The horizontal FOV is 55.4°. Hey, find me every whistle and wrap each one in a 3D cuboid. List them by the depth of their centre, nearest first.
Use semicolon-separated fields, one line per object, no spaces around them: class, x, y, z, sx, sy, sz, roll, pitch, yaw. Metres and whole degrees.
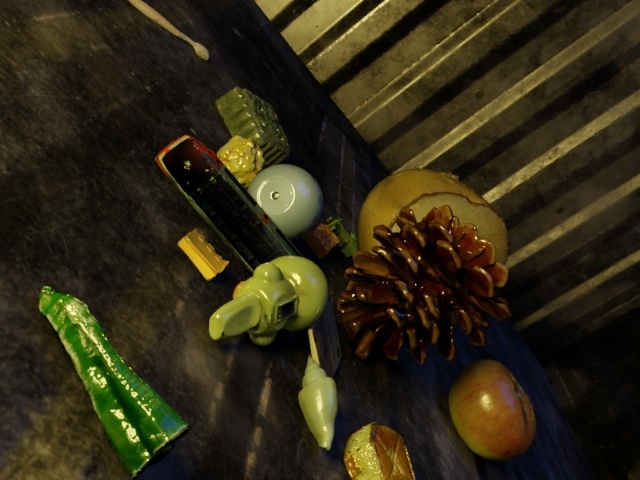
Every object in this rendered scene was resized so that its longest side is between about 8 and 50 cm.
whistle;-0.095;0.098;1.012;0.294;0.141;0.141;-8;62;-49

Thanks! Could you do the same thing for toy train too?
toy train;-0.138;-0.024;1.144;0.409;0.086;0.089;50;13;-12
toy train;0.059;-0.012;1.715;0.122;0.050;0.081;46;26;-28

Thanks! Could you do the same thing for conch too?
conch;-0.006;0.268;1.004;0.065;0.088;0.180;1;46;-13

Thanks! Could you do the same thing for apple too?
apple;0.450;0.450;1.616;0.261;0.194;0.260;46;21;-24

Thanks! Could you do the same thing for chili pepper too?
chili pepper;-0.233;0.137;0.643;0.227;0.088;0.059;49;13;12

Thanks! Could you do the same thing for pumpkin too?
pumpkin;0.000;0.000;1.522;0.074;0.054;0.083;51;38;0

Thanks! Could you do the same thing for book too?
book;0.010;0.196;1.149;0.182;0.014;0.127;-44;126;-73

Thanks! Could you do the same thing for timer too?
timer;-0.082;-0.079;1.288;0.175;0.175;0.255;52;-6;-9

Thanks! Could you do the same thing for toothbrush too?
toothbrush;-0.388;-0.550;1.589;0.307;0.025;0.029;24;43;-59

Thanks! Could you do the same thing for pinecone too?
pinecone;0.203;0.128;1.352;0.384;0.385;0.384;47;18;-21

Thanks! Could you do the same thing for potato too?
potato;0.282;-0.008;1.712;0.319;0.386;0.441;-123;-163;-55

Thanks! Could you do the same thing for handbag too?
handbag;-0.194;0.022;1.011;0.083;0.027;0.061;51;18;-8

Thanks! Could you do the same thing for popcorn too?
popcorn;-0.168;-0.167;1.309;0.116;0.106;0.121;51;15;23

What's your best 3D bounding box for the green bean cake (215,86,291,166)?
green bean cake;-0.167;-0.290;1.582;0.183;0.094;0.184;18;45;-64

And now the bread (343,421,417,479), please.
bread;0.099;0.379;1.032;0.128;0.069;0.140;31;32;-50
